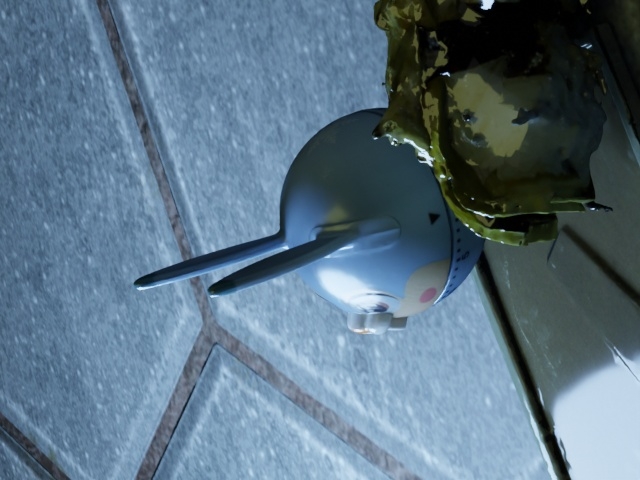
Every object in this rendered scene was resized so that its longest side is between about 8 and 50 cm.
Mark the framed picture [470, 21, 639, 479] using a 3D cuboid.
[{"bbox_3d":[0.195,0.034,1.451,0.247,0.022,0.335,-27,84,58],"label":"framed picture"}]

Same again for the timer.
[{"bbox_3d":[0.016,0.011,1.474,0.175,0.255,0.175,35,152,21],"label":"timer"}]

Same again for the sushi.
[{"bbox_3d":[0.110,-0.139,1.348,0.131,0.139,0.291,-5,93,52],"label":"sushi"}]
